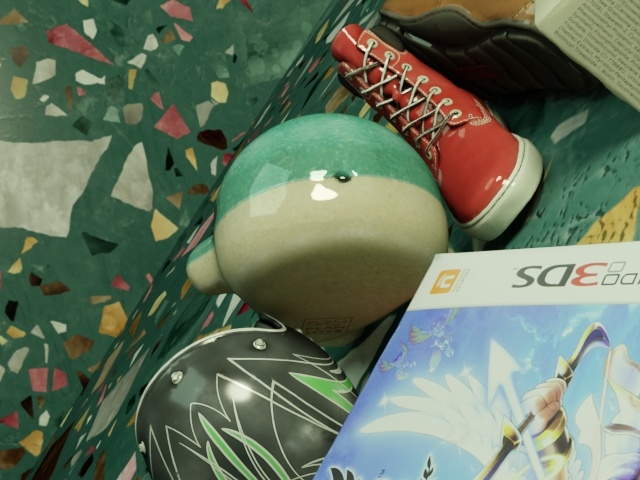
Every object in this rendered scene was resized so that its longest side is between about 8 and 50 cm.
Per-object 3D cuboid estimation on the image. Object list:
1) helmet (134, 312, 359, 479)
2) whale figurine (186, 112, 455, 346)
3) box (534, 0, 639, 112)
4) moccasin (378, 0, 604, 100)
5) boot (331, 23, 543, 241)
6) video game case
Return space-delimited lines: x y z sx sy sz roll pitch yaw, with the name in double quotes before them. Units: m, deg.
"helmet" -0.045 0.138 0.766 0.169 0.169 0.161 -54 5 5
"whale figurine" 0.000 0.000 0.876 0.272 0.216 0.141 100 165 -64
"box" 0.263 -0.213 0.675 0.275 0.113 0.094 -45 16 33
"moccasin" 0.161 -0.215 0.969 0.147 0.139 0.380 -55 14 -4
"boot" 0.082 -0.099 0.889 0.088 0.176 0.244 -50 16 15
"video game case" 0.089 0.117 0.421 0.244 0.061 0.269 -6 45 51
